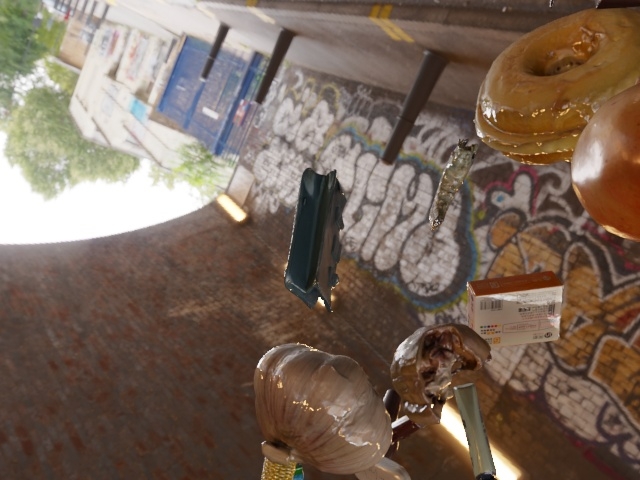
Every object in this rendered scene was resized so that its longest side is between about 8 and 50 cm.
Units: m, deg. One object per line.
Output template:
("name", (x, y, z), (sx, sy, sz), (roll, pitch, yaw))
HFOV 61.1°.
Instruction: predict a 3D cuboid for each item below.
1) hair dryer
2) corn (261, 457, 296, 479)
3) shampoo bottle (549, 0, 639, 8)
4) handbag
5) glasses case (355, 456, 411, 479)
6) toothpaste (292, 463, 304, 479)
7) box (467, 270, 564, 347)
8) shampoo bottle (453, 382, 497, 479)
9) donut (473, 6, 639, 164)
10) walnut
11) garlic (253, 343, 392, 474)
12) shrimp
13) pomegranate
("hair dryer", (0.256, 0.547, 1.672), (0.123, 0.340, 0.313), (39, -138, -3))
("corn", (-0.083, 0.478, 1.316), (0.081, 0.249, 0.081), (11, 155, 5))
("shampoo bottle", (0.474, -0.386, 0.816), (0.236, 0.068, 0.067), (7, -170, 15))
("handbag", (0.000, 0.000, 0.967), (0.062, 0.229, 0.179), (4, 161, 14))
("glasses case", (0.164, 0.644, 1.499), (0.059, 0.092, 0.233), (-17, -171, -33))
("toothpaste", (-0.106, 0.612, 1.643), (0.065, 0.050, 0.267), (-9, -155, -10))
("box", (0.595, 0.219, 1.671), (0.273, 0.221, 0.091), (-5, -151, 2))
("shampoo bottle", (0.538, 0.681, 1.863), (0.078, 0.360, 0.134), (-13, 166, 9))
("donut", (0.550, -0.342, 1.209), (0.449, 0.449, 0.198), (38, 166, 54))
("walnut", (0.233, 0.267, 1.184), (0.141, 0.238, 0.204), (40, 176, -16))
("garlic", (0.003, 0.348, 1.122), (0.321, 0.241, 0.322), (7, 151, 4))
("shrimp", (0.360, -0.138, 1.564), (0.068, 0.287, 0.185), (27, 160, 9))
("pomegranate", (0.398, -0.091, 0.615), (0.209, 0.209, 0.209), (24, -170, -4))
